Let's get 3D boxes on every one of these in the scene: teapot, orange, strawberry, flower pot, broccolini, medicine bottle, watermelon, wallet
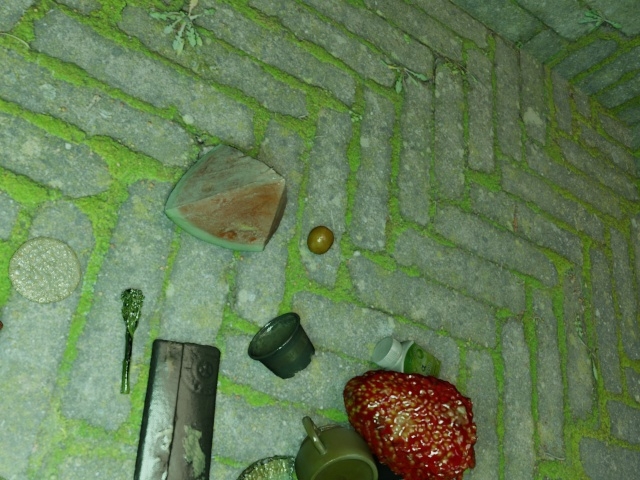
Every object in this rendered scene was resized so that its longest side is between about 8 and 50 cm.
[{"bbox_3d":[0.020,0.518,1.481,0.186,0.175,0.267,-30,120,-6],"label":"teapot"},{"bbox_3d":[0.000,0.000,1.751,0.085,0.085,0.085,14,63,-30],"label":"orange"},{"bbox_3d":[0.226,0.476,1.573,0.344,0.292,0.292,19,60,-22],"label":"strawberry"},{"bbox_3d":[-0.087,0.268,1.532,0.107,0.157,0.157,52,50,-20],"label":"flower pot"},{"bbox_3d":[-0.424,0.221,1.375,0.054,0.051,0.239,57,28,-68],"label":"broccolini"},{"bbox_3d":[0.244,0.360,1.762,0.188,0.088,0.132,37,54,-18],"label":"medicine bottle"},{"bbox_3d":[-0.217,-0.082,1.534,0.283,0.292,0.250,42,82,-15],"label":"watermelon"},{"bbox_3d":[-0.312,0.387,1.381,0.170,0.044,0.321,17,62,-31],"label":"wallet"}]

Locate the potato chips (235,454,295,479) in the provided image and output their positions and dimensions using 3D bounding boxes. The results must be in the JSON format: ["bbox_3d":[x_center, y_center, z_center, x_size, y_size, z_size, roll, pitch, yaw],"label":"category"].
[{"bbox_3d":[-0.110,0.622,1.440,0.202,0.029,0.219,-25,83,-39],"label":"potato chips"}]

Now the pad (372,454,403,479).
[{"bbox_3d":[0.223,0.568,1.712,0.267,0.004,0.181,5,68,-34],"label":"pad"}]

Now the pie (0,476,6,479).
[{"bbox_3d":[-0.642,0.528,1.063,0.277,0.078,0.277,16,62,-32],"label":"pie"}]

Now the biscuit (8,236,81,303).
[{"bbox_3d":[-0.594,0.065,1.332,0.152,0.020,0.152,14,65,-31],"label":"biscuit"}]

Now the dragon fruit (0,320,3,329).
[{"bbox_3d":[-0.701,0.173,1.082,0.250,0.250,0.314,16,70,-30],"label":"dragon fruit"}]
